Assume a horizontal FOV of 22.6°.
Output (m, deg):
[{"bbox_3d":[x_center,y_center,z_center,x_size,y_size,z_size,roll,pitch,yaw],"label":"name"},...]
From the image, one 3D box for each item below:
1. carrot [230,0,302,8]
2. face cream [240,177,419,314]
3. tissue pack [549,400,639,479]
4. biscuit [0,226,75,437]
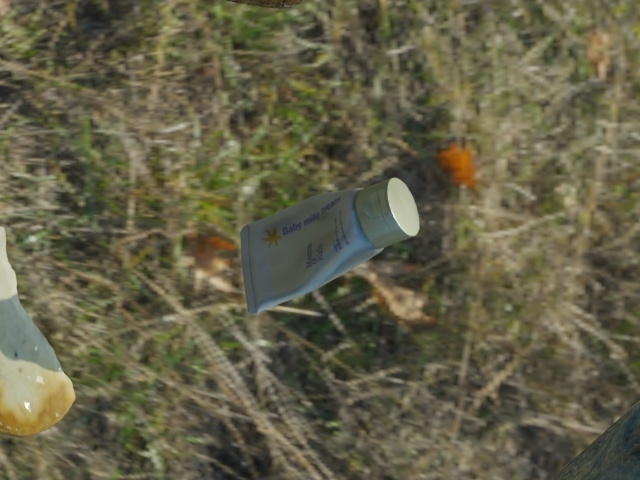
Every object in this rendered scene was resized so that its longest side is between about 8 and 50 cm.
[{"bbox_3d":[-0.065,-0.259,1.611,0.161,0.055,0.055,-18,103,-58],"label":"carrot"},{"bbox_3d":[0.000,0.000,1.818,0.070,0.224,0.114,29,47,-52],"label":"face cream"},{"bbox_3d":[0.060,0.170,0.470,0.081,0.185,0.257,36,119,-12],"label":"tissue pack"},{"bbox_3d":[-0.364,0.083,1.691,0.204,0.040,0.309,-57,130,-61],"label":"biscuit"}]
